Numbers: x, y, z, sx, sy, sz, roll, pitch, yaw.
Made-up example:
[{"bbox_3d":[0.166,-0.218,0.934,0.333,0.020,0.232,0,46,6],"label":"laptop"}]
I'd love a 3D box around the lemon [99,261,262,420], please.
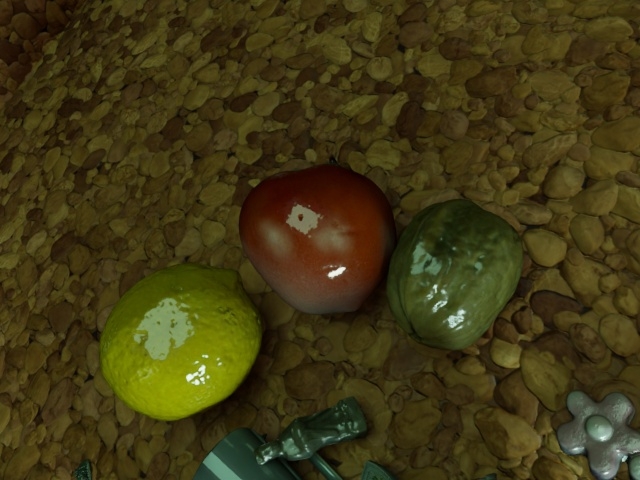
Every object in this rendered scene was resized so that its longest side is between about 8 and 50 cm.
[{"bbox_3d":[-0.286,0.209,1.131,0.336,0.336,0.336,-10,63,20],"label":"lemon"}]

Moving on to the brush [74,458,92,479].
[{"bbox_3d":[-0.526,0.590,1.219,0.034,0.027,0.190,-33,58,10],"label":"brush"}]

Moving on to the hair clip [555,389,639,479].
[{"bbox_3d":[0.505,0.331,0.850,0.257,0.075,0.146,25,83,36],"label":"hair clip"}]

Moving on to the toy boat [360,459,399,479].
[{"bbox_3d":[0.124,0.528,0.900,0.141,0.092,0.320,-46,42,33],"label":"toy boat"}]

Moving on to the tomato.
[{"bbox_3d":[0.000,0.000,1.096,0.321,0.321,0.322,-10,63,20],"label":"tomato"}]

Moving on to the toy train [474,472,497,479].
[{"bbox_3d":[0.263,0.500,0.771,0.173,0.249,0.307,-19,59,13],"label":"toy train"}]

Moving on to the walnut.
[{"bbox_3d":[0.239,0.060,0.997,0.227,0.283,0.283,10,69,55],"label":"walnut"}]

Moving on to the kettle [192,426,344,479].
[{"bbox_3d":[-0.085,0.473,1.022,0.243,0.160,0.210,29,52,26],"label":"kettle"}]

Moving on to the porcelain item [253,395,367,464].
[{"bbox_3d":[-0.022,0.364,1.017,0.215,0.069,0.081,-15,50,-14],"label":"porcelain item"}]
